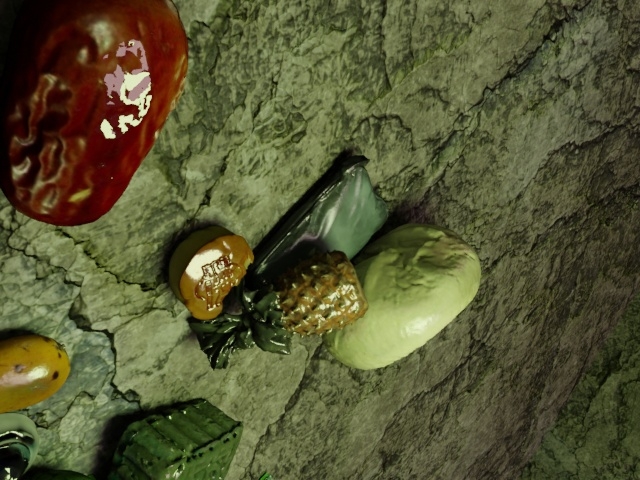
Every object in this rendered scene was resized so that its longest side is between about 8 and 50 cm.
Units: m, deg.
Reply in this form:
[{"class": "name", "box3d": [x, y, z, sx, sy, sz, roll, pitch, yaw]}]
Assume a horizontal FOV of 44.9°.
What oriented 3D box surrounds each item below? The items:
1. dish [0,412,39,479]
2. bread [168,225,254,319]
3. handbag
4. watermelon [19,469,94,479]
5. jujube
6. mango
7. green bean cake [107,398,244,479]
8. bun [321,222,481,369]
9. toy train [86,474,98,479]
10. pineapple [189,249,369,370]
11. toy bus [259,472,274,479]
[{"class": "dish", "box3d": [-0.489, 0.345, 1.191, 0.141, 0.078, 0.141, -26, 132, -33]}, {"class": "bread", "box3d": [-0.190, 0.047, 1.290, 0.156, 0.086, 0.125, -56, 140, -3]}, {"class": "handbag", "box3d": [0.002, -0.002, 1.478, 0.332, 0.075, 0.191, -46, 137, -8]}, {"class": "watermelon", "box3d": [-0.457, 0.448, 1.251, 0.204, 0.127, 0.232, -47, 152, -6]}, {"class": "jujube", "box3d": [-0.284, -0.174, 0.940, 0.223, 0.223, 0.318, 1, 124, -47]}, {"class": "mango", "box3d": [-0.453, 0.196, 1.121, 0.178, 0.090, 0.115, -13, 132, -32]}, {"class": "green bean cake", "box3d": [-0.274, 0.437, 1.414, 0.241, 0.132, 0.255, -5, 120, -63]}, {"class": "bun", "box3d": [0.149, 0.104, 1.561, 0.361, 0.213, 0.361, -37, 178, -2]}, {"class": "toy train", "box3d": [-0.438, 0.522, 1.394, 0.042, 0.044, 0.209, -3, 117, -46]}, {"class": "pineapple", "box3d": [-0.078, 0.119, 1.365, 0.310, 0.141, 0.170, -23, 99, 0]}, {"class": "toy bus", "box3d": [-0.111, 0.567, 1.776, 0.031, 0.037, 0.083, -43, 139, -18]}]
